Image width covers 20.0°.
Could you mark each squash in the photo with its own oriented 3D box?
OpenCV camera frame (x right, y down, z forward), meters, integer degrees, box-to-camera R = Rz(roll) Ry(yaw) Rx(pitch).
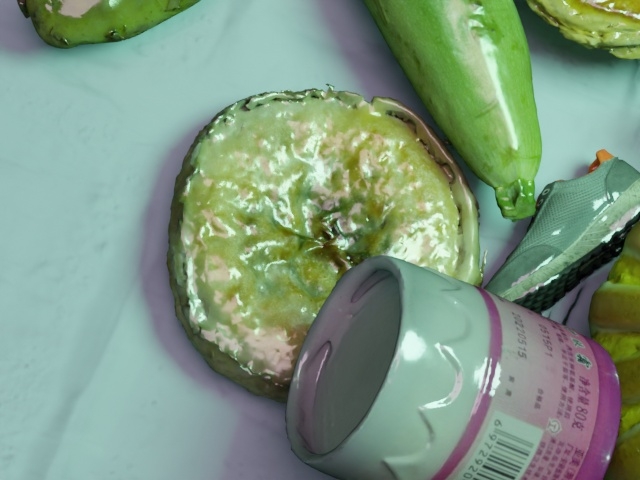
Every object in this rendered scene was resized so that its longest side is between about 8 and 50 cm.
[{"bbox_3d":[0.101,-0.192,1.487,0.118,0.118,0.371,-20,72,-12],"label":"squash"}]

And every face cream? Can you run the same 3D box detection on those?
[{"bbox_3d":[0.097,0.120,1.342,0.195,0.175,0.175,25,71,-23],"label":"face cream"}]

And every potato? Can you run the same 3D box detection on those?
[{"bbox_3d":[-0.147,-0.237,1.495,0.225,0.090,0.117,-42,82,-17],"label":"potato"}]

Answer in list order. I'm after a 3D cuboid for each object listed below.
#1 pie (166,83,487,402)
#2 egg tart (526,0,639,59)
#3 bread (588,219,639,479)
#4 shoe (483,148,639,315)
[{"bbox_3d":[0.000,0.000,1.460,0.274,0.055,0.274,2,74,-7],"label":"pie"},{"bbox_3d":[0.276,-0.274,1.546,0.294,0.116,0.295,2,71,-5],"label":"egg tart"},{"bbox_3d":[0.352,0.113,1.386,0.333,0.160,0.333,0,89,-2],"label":"bread"},{"bbox_3d":[0.194,-0.004,1.480,0.194,0.074,0.077,-34,71,-19],"label":"shoe"}]
